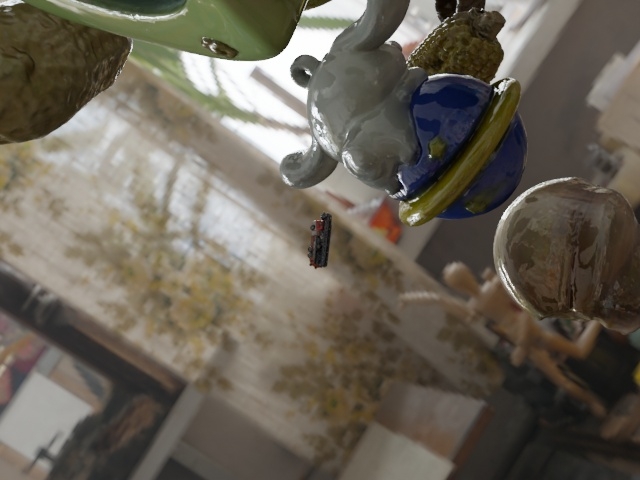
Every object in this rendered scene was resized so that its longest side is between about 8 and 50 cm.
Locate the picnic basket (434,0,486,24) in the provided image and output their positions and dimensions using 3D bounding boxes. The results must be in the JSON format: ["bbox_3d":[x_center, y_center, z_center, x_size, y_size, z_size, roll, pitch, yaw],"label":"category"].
[{"bbox_3d":[0.201,-0.374,1.708,0.193,0.055,0.110,94,165,-50],"label":"picnic basket"}]

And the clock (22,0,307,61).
[{"bbox_3d":[-0.171,-0.256,0.842,0.117,0.286,0.348,-68,-23,-11],"label":"clock"}]

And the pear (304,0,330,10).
[{"bbox_3d":[-0.062,-0.431,1.616,0.283,0.283,0.283,-54,8,12],"label":"pear"}]

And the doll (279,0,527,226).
[{"bbox_3d":[0.069,-0.093,1.247,0.311,0.242,0.159,-39,31,49],"label":"doll"}]

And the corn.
[{"bbox_3d":[0.126,-0.176,1.472,0.262,0.097,0.097,-45,12,27],"label":"corn"}]

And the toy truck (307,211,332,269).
[{"bbox_3d":[0.000,0.000,1.816,0.032,0.024,0.083,-7,68,33],"label":"toy truck"}]

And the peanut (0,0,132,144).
[{"bbox_3d":[-0.303,-0.192,1.302,0.152,0.152,0.313,-52,9,28],"label":"peanut"}]

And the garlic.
[{"bbox_3d":[0.347,0.003,1.670,0.110,0.217,0.228,87,-171,-64],"label":"garlic"}]
